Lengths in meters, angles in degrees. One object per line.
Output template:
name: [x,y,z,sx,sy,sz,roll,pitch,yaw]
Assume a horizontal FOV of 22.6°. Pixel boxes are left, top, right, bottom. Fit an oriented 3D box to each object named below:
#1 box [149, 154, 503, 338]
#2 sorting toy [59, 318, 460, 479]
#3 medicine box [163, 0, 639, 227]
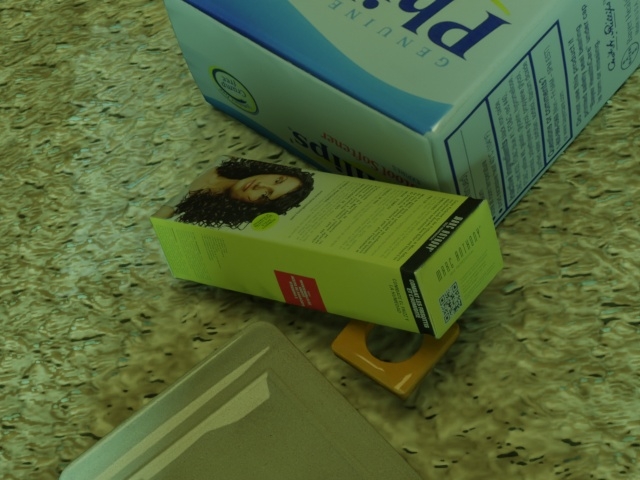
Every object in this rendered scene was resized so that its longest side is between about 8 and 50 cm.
box: [0.000,0.000,1.065,0.232,0.058,0.087,11,42,37]
sorting toy: [-0.041,0.170,1.014,0.347,0.047,0.196,-38,59,-12]
medicine box: [0.082,-0.181,1.158,0.263,0.149,0.289,32,68,30]
